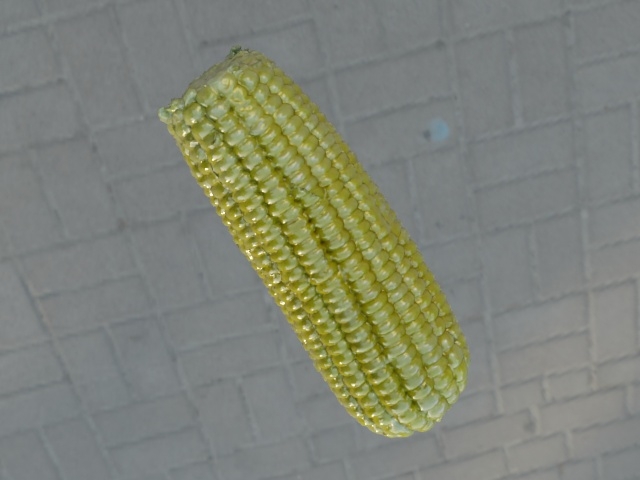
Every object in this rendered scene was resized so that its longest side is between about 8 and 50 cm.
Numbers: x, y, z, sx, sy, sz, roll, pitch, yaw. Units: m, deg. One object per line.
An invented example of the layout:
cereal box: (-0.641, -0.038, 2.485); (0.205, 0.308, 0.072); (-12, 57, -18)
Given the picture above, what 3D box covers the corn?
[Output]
corn: (0.000, 0.000, 0.465); (0.063, 0.085, 0.165); (-28, 104, 28)
